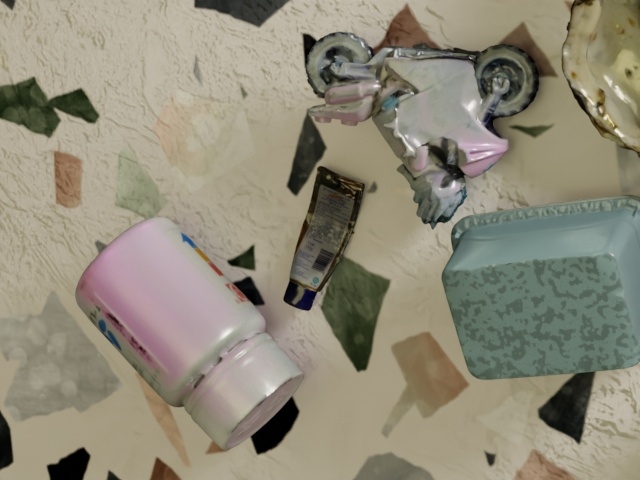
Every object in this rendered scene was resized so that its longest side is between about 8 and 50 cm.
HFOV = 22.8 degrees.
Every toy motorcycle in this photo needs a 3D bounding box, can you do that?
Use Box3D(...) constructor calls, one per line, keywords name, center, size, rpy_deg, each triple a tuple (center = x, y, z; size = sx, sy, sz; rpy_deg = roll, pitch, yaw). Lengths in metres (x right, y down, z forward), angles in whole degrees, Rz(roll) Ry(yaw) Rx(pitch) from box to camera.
Box3D(name="toy motorcycle", center=(0.100, -0.112, 1.669), size=(0.239, 0.108, 0.204), rpy_deg=(10, 104, 25))

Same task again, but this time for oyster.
Box3D(name="oyster", center=(0.324, -0.199, 1.524), size=(0.166, 0.094, 0.294), rpy_deg=(24, 126, 25))

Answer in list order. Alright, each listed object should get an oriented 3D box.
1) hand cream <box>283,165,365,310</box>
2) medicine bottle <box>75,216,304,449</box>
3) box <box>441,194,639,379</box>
Box3D(name="hand cream", center=(0.000, 0.000, 1.786), size=(0.062, 0.039, 0.163), rpy_deg=(26, 104, 23))
Box3D(name="medicine bottle", center=(-0.149, 0.106, 1.814), size=(0.254, 0.152, 0.152), rpy_deg=(47, 116, 12))
Box3D(name="box", center=(0.238, 0.051, 1.618), size=(0.227, 0.130, 0.162), rpy_deg=(-7, 112, 28))
